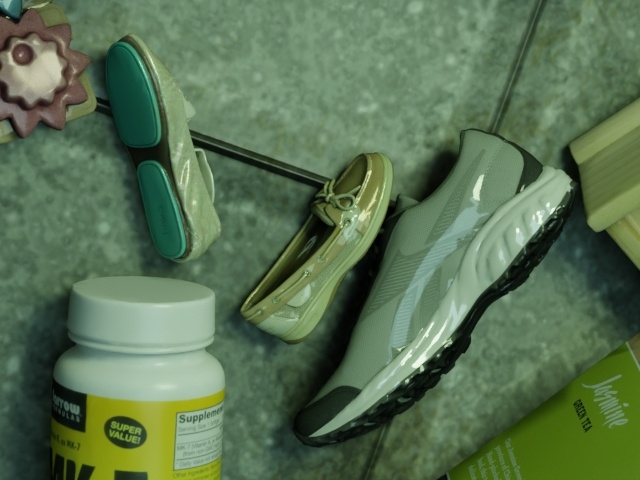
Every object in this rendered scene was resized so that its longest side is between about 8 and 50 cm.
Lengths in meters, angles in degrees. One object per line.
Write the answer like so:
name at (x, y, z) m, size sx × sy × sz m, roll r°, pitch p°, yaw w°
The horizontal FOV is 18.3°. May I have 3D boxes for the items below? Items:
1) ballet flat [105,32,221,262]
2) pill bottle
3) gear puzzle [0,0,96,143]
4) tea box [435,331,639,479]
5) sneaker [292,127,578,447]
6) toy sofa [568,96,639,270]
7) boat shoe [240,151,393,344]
ballet flat at (-0.107, -0.068, 1.376) m, size 0.052 × 0.057 × 0.168 m, roll -29°, pitch 115°, yaw -42°
pill bottle at (-0.126, 0.135, 1.364) m, size 0.119 × 0.119 × 0.208 m, roll -1°, pitch 100°, yaw -20°
gear puzzle at (-0.316, -0.111, 1.257) m, size 0.339 × 0.044 × 0.175 m, roll -21°, pitch 94°, yaw -20°
tea box at (0.238, 0.298, 1.430) m, size 0.323 × 0.220 × 0.329 m, roll -37°, pitch 112°, yaw 11°
sneaker at (0.068, 0.038, 1.441) m, size 0.108 × 0.100 × 0.271 m, roll 40°, pitch 93°, yaw 13°
toy sofa at (0.353, 0.025, 1.516) m, size 0.150 × 0.177 × 0.362 m, roll -34°, pitch 113°, yaw 21°
boat shoe at (-0.001, 0.000, 1.420) m, size 0.048 × 0.056 × 0.153 m, roll 29°, pitch 97°, yaw -27°
